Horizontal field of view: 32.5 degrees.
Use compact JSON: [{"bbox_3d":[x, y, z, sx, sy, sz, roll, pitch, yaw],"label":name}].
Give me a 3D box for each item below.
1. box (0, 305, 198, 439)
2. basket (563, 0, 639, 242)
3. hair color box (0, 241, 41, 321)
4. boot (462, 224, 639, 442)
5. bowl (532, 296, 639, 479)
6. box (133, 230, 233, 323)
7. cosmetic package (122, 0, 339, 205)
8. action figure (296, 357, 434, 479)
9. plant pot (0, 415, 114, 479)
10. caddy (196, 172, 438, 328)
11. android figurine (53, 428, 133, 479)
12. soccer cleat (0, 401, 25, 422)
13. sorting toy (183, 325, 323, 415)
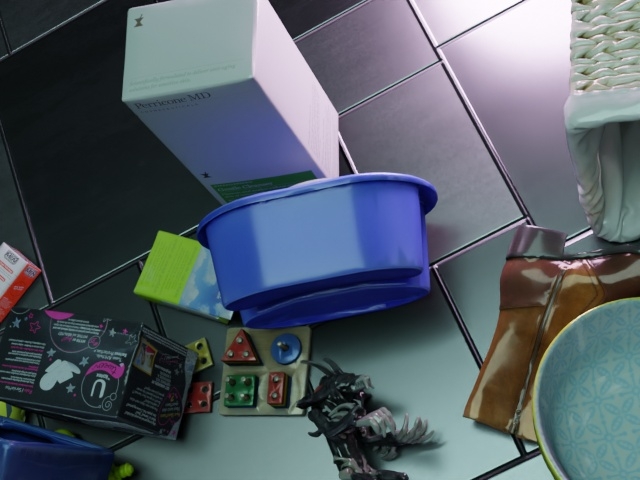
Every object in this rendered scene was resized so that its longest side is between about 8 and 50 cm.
[{"bbox_3d":[-0.332,0.197,1.609,0.247,0.163,0.142,5,71,28],"label":"box"},{"bbox_3d":[0.483,-0.189,1.388,0.331,0.328,0.266,-6,63,18],"label":"basket"},{"bbox_3d":[-0.533,0.082,1.806,0.072,0.043,0.141,35,85,28],"label":"hair color box"},{"bbox_3d":[0.344,0.138,1.436,0.264,0.096,0.280,13,80,11],"label":"boot"},{"bbox_3d":[0.394,0.230,1.323,0.289,0.156,0.289,-2,62,4],"label":"bowl"},{"bbox_3d":[-0.188,0.058,1.689,0.178,0.042,0.109,14,75,24],"label":"box"},{"bbox_3d":[-0.115,-0.192,1.580,0.197,0.365,0.155,-8,67,18],"label":"cosmetic package"},{"bbox_3d":[0.069,0.266,1.450,0.141,0.164,0.276,-30,70,28],"label":"action figure"},{"bbox_3d":[-0.461,0.358,1.506,0.236,0.236,0.212,10,81,27],"label":"plant pot"},{"bbox_3d":[0.000,0.000,1.527,0.341,0.241,0.179,-11,72,7],"label":"caddy"},{"bbox_3d":[-0.393,0.400,1.618,0.272,0.056,0.248,-21,63,14],"label":"android figurine"},{"bbox_3d":[-0.496,0.262,1.710,0.121,0.093,0.289,38,79,-2],"label":"soccer cleat"},{"bbox_3d":[-0.094,0.186,1.601,0.274,0.046,0.132,-3,68,20],"label":"sorting toy"}]
